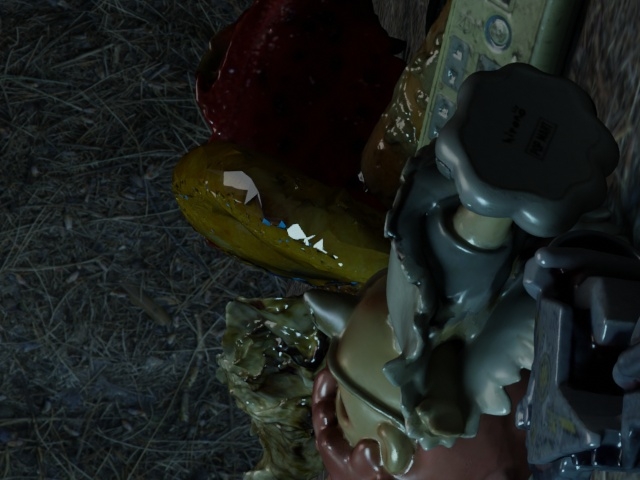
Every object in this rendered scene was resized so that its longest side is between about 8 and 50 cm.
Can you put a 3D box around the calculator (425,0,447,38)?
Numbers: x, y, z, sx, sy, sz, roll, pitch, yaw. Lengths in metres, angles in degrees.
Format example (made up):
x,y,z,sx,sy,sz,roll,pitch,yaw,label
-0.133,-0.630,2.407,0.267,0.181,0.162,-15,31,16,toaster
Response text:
x,y,z,sx,sy,sz,roll,pitch,yaw,label
0.117,-0.208,1.448,0.095,0.021,0.153,106,170,-54,calculator

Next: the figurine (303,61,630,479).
x,y,z,sx,sy,sz,roll,pitch,yaw,label
0.064,0.069,0.877,0.387,0.166,0.207,109,-175,-48,figurine

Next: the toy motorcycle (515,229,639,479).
x,y,z,sx,sy,sz,roll,pitch,yaw,label
0.136,0.048,0.637,0.215,0.080,0.122,146,130,-76,toy motorcycle

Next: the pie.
x,y,z,sx,sy,sz,roll,pitch,yaw,label
0.001,-0.001,1.173,0.273,0.273,0.069,142,153,-82,pie

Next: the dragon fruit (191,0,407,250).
x,y,z,sx,sy,sz,roll,pitch,yaw,label
-0.034,-0.159,1.467,0.286,0.228,0.329,-97,-7,-81,dragon fruit

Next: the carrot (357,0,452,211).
x,y,z,sx,sy,sz,roll,pitch,yaw,label
0.105,-0.126,1.124,0.263,0.102,0.102,113,165,-47,carrot

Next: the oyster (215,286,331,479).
x,y,z,sx,sy,sz,roll,pitch,yaw,label
0.011,0.125,1.466,0.111,0.204,0.396,56,161,25,oyster

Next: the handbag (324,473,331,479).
x,y,z,sx,sy,sz,roll,pitch,yaw,label
0.034,0.263,1.450,0.212,0.059,0.157,103,174,-53,handbag

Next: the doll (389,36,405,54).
x,y,z,sx,sy,sz,roll,pitch,yaw,label
0.054,-0.144,1.779,0.096,0.070,0.195,-40,-33,-75,doll

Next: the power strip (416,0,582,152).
x,y,z,sx,sy,sz,roll,pitch,yaw,label
0.118,-0.108,1.026,0.092,0.034,0.268,40,134,35,power strip
